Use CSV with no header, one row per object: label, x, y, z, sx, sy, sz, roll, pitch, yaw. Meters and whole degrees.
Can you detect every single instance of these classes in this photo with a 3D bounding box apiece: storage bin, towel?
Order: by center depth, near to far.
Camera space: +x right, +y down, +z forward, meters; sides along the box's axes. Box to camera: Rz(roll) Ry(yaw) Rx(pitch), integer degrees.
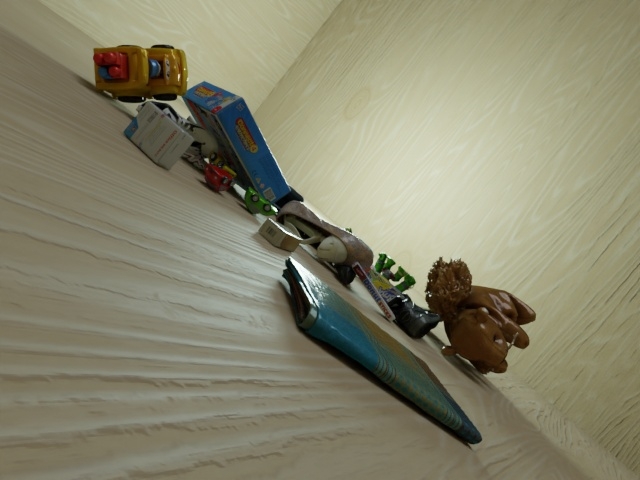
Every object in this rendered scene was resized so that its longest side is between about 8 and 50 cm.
towel,0.091,0.185,1.018,0.370,0.040,0.271,39,6,-18
storage bin,-0.129,-0.121,1.916,0.135,0.098,0.091,39,-23,12

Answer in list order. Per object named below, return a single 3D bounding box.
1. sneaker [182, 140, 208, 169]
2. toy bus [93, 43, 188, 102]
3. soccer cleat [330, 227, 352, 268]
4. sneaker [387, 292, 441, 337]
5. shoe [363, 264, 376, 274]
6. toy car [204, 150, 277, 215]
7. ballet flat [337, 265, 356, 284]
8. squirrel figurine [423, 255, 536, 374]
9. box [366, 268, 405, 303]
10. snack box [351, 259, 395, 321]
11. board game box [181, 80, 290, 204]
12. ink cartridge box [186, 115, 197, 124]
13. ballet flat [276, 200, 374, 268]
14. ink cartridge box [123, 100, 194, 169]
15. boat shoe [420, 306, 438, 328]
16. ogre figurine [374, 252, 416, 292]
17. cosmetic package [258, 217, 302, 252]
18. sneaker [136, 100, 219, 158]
sneaker,-0.320,-0.232,1.573,0.098,0.069,0.038,30,31,-38
toy bus,-0.483,-0.448,1.555,0.221,0.149,0.211,0,5,8
soccer cleat,0.047,-0.002,1.847,0.093,0.121,0.289,34,7,-38
sneaker,0.267,0.212,1.707,0.130,0.087,0.228,48,14,23
shoe,0.099,0.067,1.972,0.178,0.063,0.081,35,5,19
toy car,-0.210,-0.129,1.537,0.225,0.053,0.239,39,9,-18
ballet flat,0.069,0.098,1.655,0.058,0.049,0.173,10,-3,7
squirrel figurine,0.457,0.249,1.880,0.397,0.281,0.370,47,21,14
box,0.207,0.161,1.879,0.054,0.059,0.169,30,10,-47
snack box,0.140,0.134,1.591,0.178,0.022,0.064,55,5,-5
board game box,-0.243,-0.278,1.689,0.302,0.086,0.308,37,-21,53
ink cartridge box,-0.399,-0.363,2.258,0.239,0.060,0.275,37,5,-27
ballet flat,0.000,0.000,1.678,0.316,0.107,0.106,32,39,23
ink cartridge box,-0.339,-0.219,1.252,0.122,0.088,0.052,41,3,24
boat shoe,0.352,0.256,2.066,0.072,0.068,0.190,26,-4,38
ogre figurine,0.226,0.126,2.006,0.197,0.118,0.097,43,3,31
cosmetic package,-0.093,-0.011,1.403,0.060,0.041,0.115,40,5,19
sneaker,-0.384,-0.294,1.571,0.235,0.094,0.153,38,6,-3
